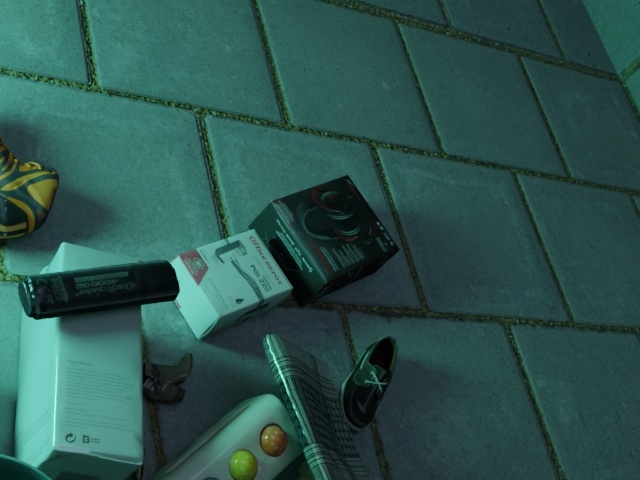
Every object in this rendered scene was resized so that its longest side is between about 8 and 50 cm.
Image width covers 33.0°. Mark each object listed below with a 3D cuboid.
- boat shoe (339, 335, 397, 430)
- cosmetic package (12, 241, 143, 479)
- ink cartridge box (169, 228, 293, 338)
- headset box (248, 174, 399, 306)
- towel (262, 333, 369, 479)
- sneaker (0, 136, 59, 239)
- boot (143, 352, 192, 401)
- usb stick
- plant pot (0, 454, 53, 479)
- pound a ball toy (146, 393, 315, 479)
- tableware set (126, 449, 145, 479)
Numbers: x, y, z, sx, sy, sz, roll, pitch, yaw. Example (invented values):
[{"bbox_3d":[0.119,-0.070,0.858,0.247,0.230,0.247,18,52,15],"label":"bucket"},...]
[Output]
[{"bbox_3d":[0.103,0.292,2.242,0.084,0.079,0.233,37,44,-10],"label":"boat shoe"},{"bbox_3d":[-0.403,0.223,1.799,0.156,0.217,0.385,16,51,-27],"label":"cosmetic package"},{"bbox_3d":[-0.186,0.084,2.171,0.218,0.092,0.159,-20,71,-47],"label":"ink cartridge box"},{"bbox_3d":[0.000,0.000,2.369,0.293,0.110,0.218,-21,72,-46],"label":"headset box"},{"bbox_3d":[0.012,0.344,2.009,0.312,0.056,0.324,66,8,26],"label":"towel"},{"bbox_3d":[-0.605,-0.148,2.025,0.180,0.124,0.321,-6,72,-46],"label":"sneaker"},{"bbox_3d":[-0.287,0.246,2.000,0.087,0.042,0.118,24,45,-19],"label":"boot"},{"bbox_3d":[-0.354,0.079,1.762,0.278,0.045,0.077,-6,69,-40],"label":"usb stick"},{"bbox_3d":[-0.502,0.476,1.499,0.293,0.235,0.293,22,46,-24],"label":"plant pot"},{"bbox_3d":[-0.123,0.416,1.886,0.319,0.135,0.208,-35,99,-38],"label":"pound a ball toy"},{"bbox_3d":[-0.313,0.353,1.820,0.024,0.154,0.104,1,68,-4],"label":"tableware set"}]
